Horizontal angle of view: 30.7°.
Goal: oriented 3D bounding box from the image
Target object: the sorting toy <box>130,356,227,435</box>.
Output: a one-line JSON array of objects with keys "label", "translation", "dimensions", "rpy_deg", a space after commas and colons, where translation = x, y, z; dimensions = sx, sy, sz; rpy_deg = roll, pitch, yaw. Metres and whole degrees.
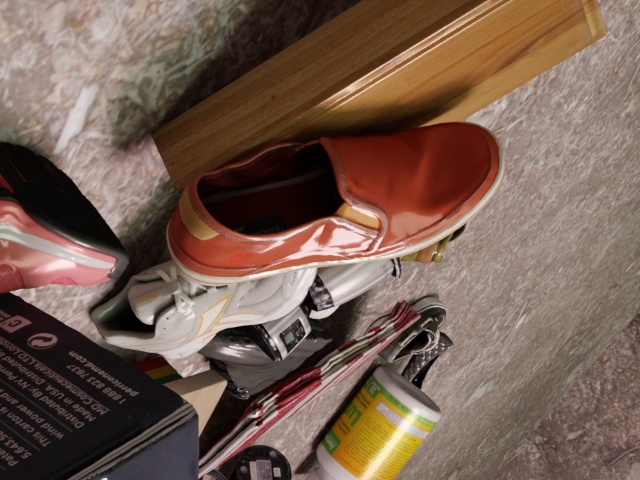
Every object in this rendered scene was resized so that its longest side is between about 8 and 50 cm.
[{"label": "sorting toy", "translation": [-0.259, 0.249, 1.276], "dimensions": [0.255, 0.089, 0.257], "rpy_deg": [-11, 135, -56]}]

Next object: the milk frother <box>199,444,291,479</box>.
[{"label": "milk frother", "translation": [-0.132, 0.375, 1.698], "dimensions": [0.134, 0.143, 0.129], "rpy_deg": [116, -10, -46]}]

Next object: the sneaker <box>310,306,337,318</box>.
[{"label": "sneaker", "translation": [0.000, 0.000, 1.416], "dimensions": [0.094, 0.080, 0.212], "rpy_deg": [-8, 122, -51]}]

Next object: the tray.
[{"label": "tray", "translation": [0.065, -0.149, 1.113], "dimensions": [0.411, 0.076, 0.203], "rpy_deg": [-31, 159, 10]}]

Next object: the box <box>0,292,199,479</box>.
[{"label": "box", "translation": [-0.355, 0.352, 0.874], "dimensions": [0.472, 0.297, 0.479], "rpy_deg": [-29, 132, -44]}]

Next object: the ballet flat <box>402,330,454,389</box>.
[{"label": "ballet flat", "translation": [0.184, 0.236, 2.104], "dimensions": [0.057, 0.049, 0.173], "rpy_deg": [-19, 141, -49]}]

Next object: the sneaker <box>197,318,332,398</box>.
[{"label": "sneaker", "translation": [-0.089, 0.136, 1.410], "dimensions": [0.130, 0.109, 0.286], "rpy_deg": [-49, 155, 12]}]

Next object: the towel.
[{"label": "towel", "translation": [-0.026, 0.210, 1.635], "dimensions": [0.329, 0.037, 0.237], "rpy_deg": [-29, 168, -39]}]

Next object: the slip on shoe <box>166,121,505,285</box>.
[{"label": "slip on shoe", "translation": [0.023, -0.045, 1.056], "dimensions": [0.331, 0.123, 0.101], "rpy_deg": [-14, 153, -17]}]

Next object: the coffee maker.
[{"label": "coffee maker", "translation": [-0.027, 0.026, 1.282], "dimensions": [0.178, 0.171, 0.120], "rpy_deg": [-34, 123, -11]}]

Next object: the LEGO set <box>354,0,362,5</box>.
[{"label": "LEGO set", "translation": [0.072, -0.265, 1.212], "dimensions": [0.083, 0.023, 0.054], "rpy_deg": [-50, 156, -4]}]

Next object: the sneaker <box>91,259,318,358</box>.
[{"label": "sneaker", "translation": [-0.117, 0.050, 1.148], "dimensions": [0.262, 0.099, 0.121], "rpy_deg": [-34, 159, 32]}]

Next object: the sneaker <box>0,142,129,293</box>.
[{"label": "sneaker", "translation": [-0.282, 0.000, 0.888], "dimensions": [0.136, 0.116, 0.314], "rpy_deg": [-47, 151, 17]}]

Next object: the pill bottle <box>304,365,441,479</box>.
[{"label": "pill bottle", "translation": [0.080, 0.346, 1.965], "dimensions": [0.245, 0.136, 0.136], "rpy_deg": [-54, 156, 5]}]

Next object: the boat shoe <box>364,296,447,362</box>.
[{"label": "boat shoe", "translation": [0.153, 0.154, 1.903], "dimensions": [0.219, 0.070, 0.077], "rpy_deg": [-18, 140, -51]}]

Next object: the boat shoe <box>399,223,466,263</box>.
[{"label": "boat shoe", "translation": [0.143, -0.041, 1.473], "dimensions": [0.307, 0.104, 0.110], "rpy_deg": [-49, 157, -58]}]
